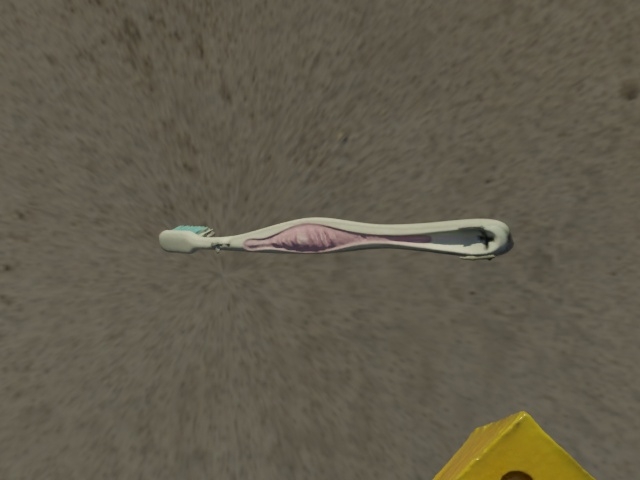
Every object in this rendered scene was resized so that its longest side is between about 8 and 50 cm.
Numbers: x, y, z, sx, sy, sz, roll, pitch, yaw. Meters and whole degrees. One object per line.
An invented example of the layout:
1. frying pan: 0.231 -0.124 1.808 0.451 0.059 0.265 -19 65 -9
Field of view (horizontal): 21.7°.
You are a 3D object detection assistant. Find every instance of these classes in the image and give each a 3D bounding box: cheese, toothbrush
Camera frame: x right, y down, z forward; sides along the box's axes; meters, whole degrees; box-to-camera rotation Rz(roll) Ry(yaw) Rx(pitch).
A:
1. cheese: 0.095 0.209 1.100 0.093 0.126 0.171 44 77 1
2. toothbrush: 0.000 0.000 0.745 0.022 0.204 0.017 -36 116 -42
